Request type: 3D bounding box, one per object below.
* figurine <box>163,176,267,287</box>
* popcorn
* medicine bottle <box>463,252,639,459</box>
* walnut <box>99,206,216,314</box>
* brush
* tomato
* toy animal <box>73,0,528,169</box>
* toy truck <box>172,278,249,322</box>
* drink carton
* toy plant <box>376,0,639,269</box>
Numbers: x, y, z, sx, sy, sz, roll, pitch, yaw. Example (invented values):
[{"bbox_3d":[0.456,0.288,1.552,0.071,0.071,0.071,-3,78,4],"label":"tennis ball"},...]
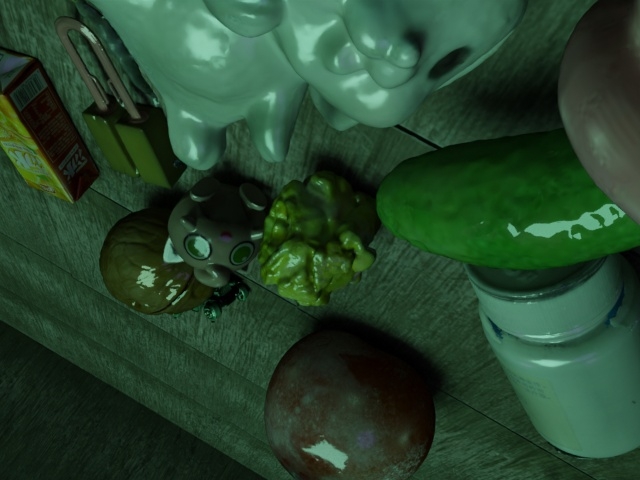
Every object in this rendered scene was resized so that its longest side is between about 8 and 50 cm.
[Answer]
[{"bbox_3d":[-0.129,-0.011,0.817,0.125,0.125,0.138,28,125,6],"label":"figurine"},{"bbox_3d":[0.000,0.000,0.699,0.126,0.145,0.125,19,143,6],"label":"popcorn"},{"bbox_3d":[0.231,0.084,0.608,0.144,0.143,0.258,4,142,40],"label":"medicine bottle"},{"bbox_3d":[-0.230,0.030,0.946,0.207,0.167,0.167,-5,134,50],"label":"walnut"},{"bbox_3d":[-0.244,-0.166,0.773,0.103,0.047,0.233,17,147,24],"label":"brush"},{"bbox_3d":[0.037,0.277,1.004,0.270,0.227,0.270,26,151,16],"label":"tomato"},{"bbox_3d":[-0.014,-0.160,0.445,0.290,0.174,0.249,17,152,10],"label":"toy animal"},{"bbox_3d":[-0.201,0.083,1.090,0.154,0.080,0.077,-3,115,45],"label":"toy truck"},{"bbox_3d":[-0.405,-0.156,0.914,0.096,0.071,0.222,20,150,19],"label":"drink carton"},{"bbox_3d":[0.202,-0.063,0.348,0.317,0.210,0.356,32,152,15],"label":"toy plant"}]
